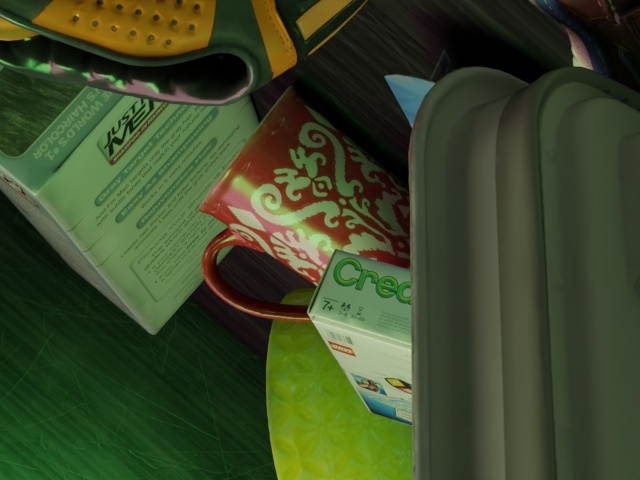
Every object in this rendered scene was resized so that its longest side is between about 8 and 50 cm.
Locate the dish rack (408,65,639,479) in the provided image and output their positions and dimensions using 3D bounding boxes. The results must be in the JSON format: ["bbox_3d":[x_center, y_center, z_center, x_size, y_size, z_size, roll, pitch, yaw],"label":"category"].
[{"bbox_3d":[0.152,0.109,0.467,0.285,0.333,0.072,20,149,-36],"label":"dish rack"}]

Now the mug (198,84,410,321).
[{"bbox_3d":[0.005,-0.007,1.029,0.169,0.113,0.150,36,135,-3],"label":"mug"}]

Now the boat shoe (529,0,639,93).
[{"bbox_3d":[0.119,-0.088,0.487,0.066,0.066,0.183,29,175,28],"label":"boat shoe"}]

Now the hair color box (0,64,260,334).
[{"bbox_3d":[-0.152,-0.069,1.142,0.113,0.185,0.374,38,169,16],"label":"hair color box"}]

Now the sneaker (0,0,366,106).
[{"bbox_3d":[-0.120,-0.183,0.578,0.321,0.180,0.124,41,169,-5],"label":"sneaker"}]

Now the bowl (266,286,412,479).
[{"bbox_3d":[0.071,0.176,1.372,0.156,0.290,0.289,-12,146,18],"label":"bowl"}]

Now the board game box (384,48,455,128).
[{"bbox_3d":[0.109,-0.049,0.751,0.133,0.033,0.169,29,171,26],"label":"board game box"}]

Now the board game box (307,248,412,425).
[{"bbox_3d":[0.157,0.102,0.894,0.305,0.053,0.193,16,161,19],"label":"board game box"}]
